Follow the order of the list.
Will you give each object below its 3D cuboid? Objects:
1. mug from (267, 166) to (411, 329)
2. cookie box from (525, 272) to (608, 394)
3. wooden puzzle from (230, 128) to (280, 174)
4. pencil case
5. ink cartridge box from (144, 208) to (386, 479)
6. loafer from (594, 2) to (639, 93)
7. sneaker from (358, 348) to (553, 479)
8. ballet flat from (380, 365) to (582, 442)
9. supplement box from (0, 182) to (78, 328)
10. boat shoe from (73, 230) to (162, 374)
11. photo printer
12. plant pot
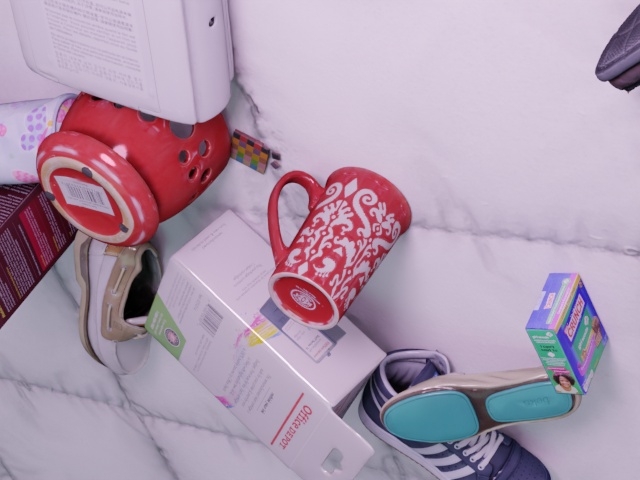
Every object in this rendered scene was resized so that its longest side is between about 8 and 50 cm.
[{"bbox_3d":[0.003,0.007,1.563,0.150,0.169,0.113,17,142,21],"label":"mug"},{"bbox_3d":[0.278,0.105,1.528,0.040,0.092,0.107,-3,131,37],"label":"cookie box"},{"bbox_3d":[-0.085,-0.107,1.639,0.083,0.006,0.049,28,144,8],"label":"wooden puzzle"},{"bbox_3d":[-0.420,-0.121,1.741,0.273,0.124,0.113,-4,95,22],"label":"pencil case"},{"bbox_3d":[-0.051,0.155,1.763,0.353,0.119,0.207,43,146,10],"label":"ink cartridge box"},{"bbox_3d":[0.345,-0.199,1.112,0.095,0.109,0.302,35,142,-8],"label":"loafer"},{"bbox_3d":[0.180,0.242,1.761,0.282,0.099,0.153,27,146,14],"label":"sneaker"},{"bbox_3d":[0.198,0.193,1.661,0.248,0.086,0.086,-8,130,17],"label":"ballet flat"},{"bbox_3d":[-0.405,-0.010,1.802,0.073,0.239,0.130,15,140,25],"label":"supplement box"},{"bbox_3d":[-0.276,0.096,1.936,0.103,0.113,0.302,24,143,23],"label":"boat shoe"},{"bbox_3d":[-0.223,-0.288,1.448,0.256,0.107,0.307,19,142,19],"label":"photo printer"},{"bbox_3d":[-0.228,-0.097,1.616,0.191,0.174,0.191,24,145,18],"label":"plant pot"}]
